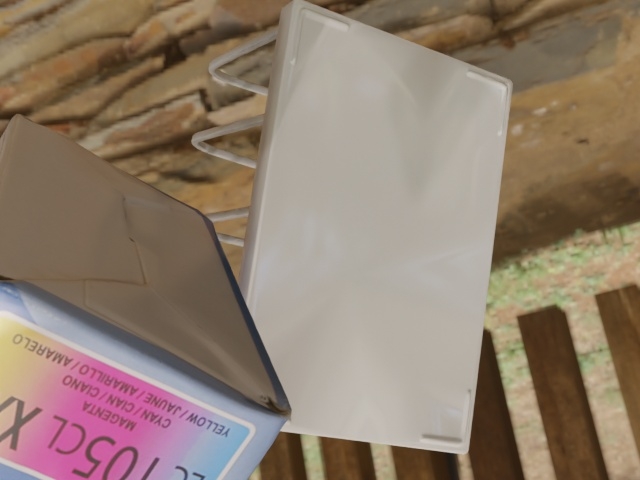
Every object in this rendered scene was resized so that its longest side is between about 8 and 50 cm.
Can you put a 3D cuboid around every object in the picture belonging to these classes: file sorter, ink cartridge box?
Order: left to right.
[{"bbox_3d":[-0.203,0.156,0.530,0.151,0.270,0.395,32,100,-22],"label":"ink cartridge box"},{"bbox_3d":[0.000,0.000,0.745,0.192,0.278,0.173,14,170,-31],"label":"file sorter"}]
